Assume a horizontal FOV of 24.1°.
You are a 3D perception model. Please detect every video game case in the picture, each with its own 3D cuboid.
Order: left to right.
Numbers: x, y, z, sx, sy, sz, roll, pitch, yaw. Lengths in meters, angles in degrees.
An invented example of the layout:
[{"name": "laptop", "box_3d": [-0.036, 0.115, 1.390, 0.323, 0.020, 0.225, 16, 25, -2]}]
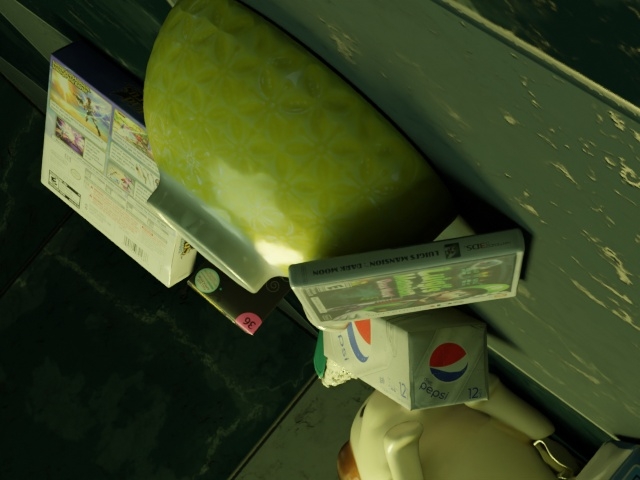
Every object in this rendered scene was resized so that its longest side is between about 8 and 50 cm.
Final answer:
[{"name": "video game case", "box_3d": [-0.268, -0.105, 2.058, 0.269, 0.061, 0.244, 38, 140, 21]}, {"name": "video game case", "box_3d": [0.071, 0.033, 1.175, 0.190, 0.173, 0.022, 65, -165, -76]}]

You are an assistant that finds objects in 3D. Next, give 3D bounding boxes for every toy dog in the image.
[{"name": "toy dog", "box_3d": [0.207, 0.329, 1.985, 0.408, 0.284, 0.395, 45, 171, 35]}]

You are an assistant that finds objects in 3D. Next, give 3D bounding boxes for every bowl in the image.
[{"name": "bowl", "box_3d": [-0.047, -0.052, 1.208, 0.289, 0.156, 0.289, 39, 174, 4]}]

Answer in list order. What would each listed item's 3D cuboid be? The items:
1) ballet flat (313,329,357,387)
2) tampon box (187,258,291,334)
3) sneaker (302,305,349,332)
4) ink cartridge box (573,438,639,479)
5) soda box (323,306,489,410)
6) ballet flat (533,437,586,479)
[{"name": "ballet flat", "box_3d": [0.064, 0.157, 2.257, 0.147, 0.147, 0.409, 40, 174, 1]}, {"name": "tampon box", "box_3d": [-0.094, 0.036, 2.130, 0.120, 0.161, 0.101, 39, 174, -3]}, {"name": "sneaker", "box_3d": [0.000, 0.000, 1.744, 0.080, 0.094, 0.212, 0, -133, -36]}, {"name": "ink cartridge box", "box_3d": [0.387, 0.434, 1.571, 0.395, 0.270, 0.151, 40, 177, 0]}, {"name": "soda box", "box_3d": [0.090, 0.114, 1.729, 0.286, 0.098, 0.091, -155, 61, -69]}, {"name": "ballet flat", "box_3d": [0.294, 0.284, 2.112, 0.213, 0.072, 0.068, 37, 146, 23]}]
